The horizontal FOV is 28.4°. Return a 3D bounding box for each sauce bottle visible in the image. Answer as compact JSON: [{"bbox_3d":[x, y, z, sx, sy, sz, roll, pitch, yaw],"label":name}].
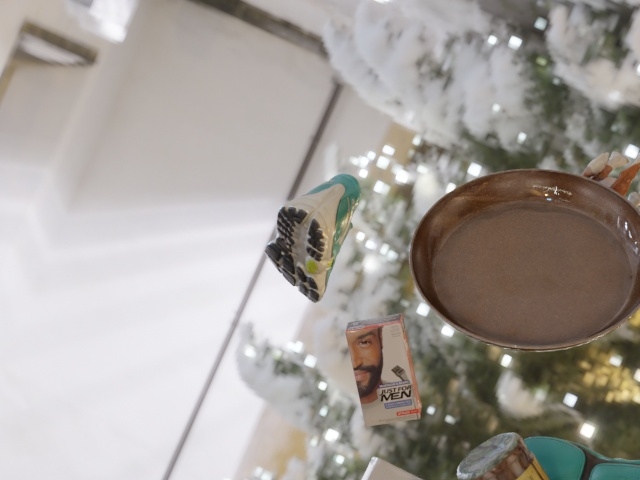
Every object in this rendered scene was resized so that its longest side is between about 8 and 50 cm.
[{"bbox_3d":[0.314,0.429,1.724,0.344,0.111,0.111,58,-179,-6],"label":"sauce bottle"}]

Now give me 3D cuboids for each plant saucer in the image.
[{"bbox_3d":[0.269,0.030,1.606,0.310,0.310,0.050,27,144,31],"label":"plant saucer"}]

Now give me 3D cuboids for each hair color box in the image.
[{"bbox_3d":[0.102,0.209,2.035,0.093,0.167,0.053,-11,-167,10],"label":"hair color box"}]

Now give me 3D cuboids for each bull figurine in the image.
[{"bbox_3d":[0.420,-0.004,1.829,0.101,0.188,0.310,31,166,32],"label":"bull figurine"}]

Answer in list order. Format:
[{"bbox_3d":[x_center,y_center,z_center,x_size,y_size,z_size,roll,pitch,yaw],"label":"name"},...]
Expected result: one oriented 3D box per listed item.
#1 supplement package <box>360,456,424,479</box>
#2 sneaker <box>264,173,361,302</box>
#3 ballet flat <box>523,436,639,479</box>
[{"bbox_3d":[0.168,0.472,2.094,0.244,0.139,0.134,27,172,3],"label":"supplement package"},{"bbox_3d":[0.000,0.000,1.724,0.107,0.110,0.275,44,156,9],"label":"sneaker"},{"bbox_3d":[0.382,0.335,1.759,0.247,0.083,0.087,6,152,46],"label":"ballet flat"}]
